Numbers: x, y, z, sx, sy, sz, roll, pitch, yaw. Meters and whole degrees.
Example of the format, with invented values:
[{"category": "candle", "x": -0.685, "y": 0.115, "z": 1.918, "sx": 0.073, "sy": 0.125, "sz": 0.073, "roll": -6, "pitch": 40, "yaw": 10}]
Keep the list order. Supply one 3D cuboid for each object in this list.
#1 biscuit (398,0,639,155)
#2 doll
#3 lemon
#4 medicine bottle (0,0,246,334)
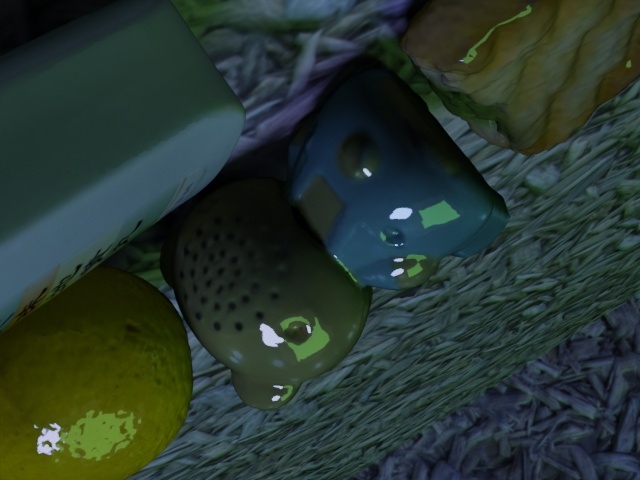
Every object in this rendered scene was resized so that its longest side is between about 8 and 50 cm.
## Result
[{"category": "biscuit", "x": 0.182, "y": -0.164, "z": 0.785, "sx": 0.213, "sy": 0.091, "sz": 0.274, "roll": -32, "pitch": 156, "yaw": 8}, {"category": "doll", "x": 0.000, "y": 0.000, "z": 0.784, "sx": 0.261, "sy": 0.177, "sz": 0.161, "roll": -40, "pitch": 161, "yaw": 13}, {"category": "lemon", "x": -0.195, "y": 0.105, "z": 0.756, "sx": 0.203, "sy": 0.178, "sz": 0.178, "roll": -5, "pitch": 148, "yaw": -29}, {"category": "medicine bottle", "x": -0.190, "y": 0.001, "z": 0.461, "sx": 0.179, "sy": 0.124, "sz": 0.324, "roll": -26, "pitch": -170, "yaw": 45}]
